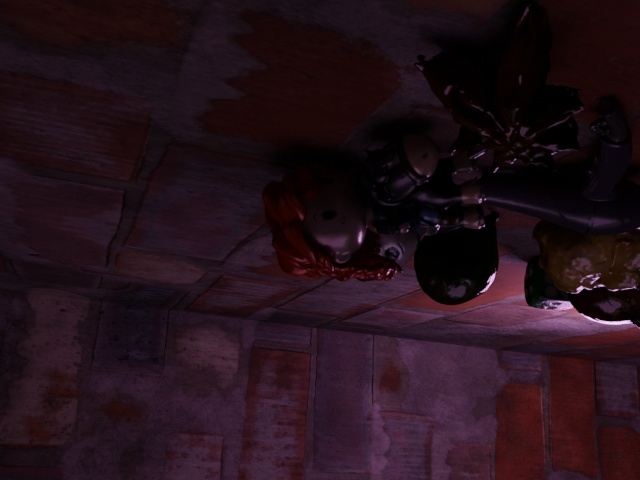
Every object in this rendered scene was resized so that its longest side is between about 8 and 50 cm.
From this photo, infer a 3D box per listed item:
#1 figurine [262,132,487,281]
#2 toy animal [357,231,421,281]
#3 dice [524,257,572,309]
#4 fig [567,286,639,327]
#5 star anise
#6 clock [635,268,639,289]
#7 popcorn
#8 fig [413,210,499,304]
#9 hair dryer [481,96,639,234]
[{"bbox_3d":[0.103,-0.061,1.249,0.411,0.241,0.306,-21,161,34],"label":"figurine"},{"bbox_3d":[0.129,-0.004,1.540,0.138,0.166,0.179,-40,-174,-41],"label":"toy animal"},{"bbox_3d":[0.633,0.117,1.860,0.130,0.129,0.120,3,162,7],"label":"dice"},{"bbox_3d":[0.729,0.118,1.685,0.234,0.215,0.235,-16,-177,1],"label":"fig"},{"bbox_3d":[0.243,-0.180,0.932,0.237,0.148,0.346,23,169,11],"label":"star anise"},{"bbox_3d":[0.792,0.042,1.444,0.280,0.056,0.281,-1,155,0],"label":"clock"},{"bbox_3d":[0.543,0.008,1.395,0.190,0.192,0.253,12,161,-29],"label":"popcorn"},{"bbox_3d":[0.324,0.028,1.565,0.195,0.195,0.245,9,132,-17],"label":"fig"},{"bbox_3d":[0.437,-0.132,1.164,0.300,0.121,0.361,9,155,11],"label":"hair dryer"}]
